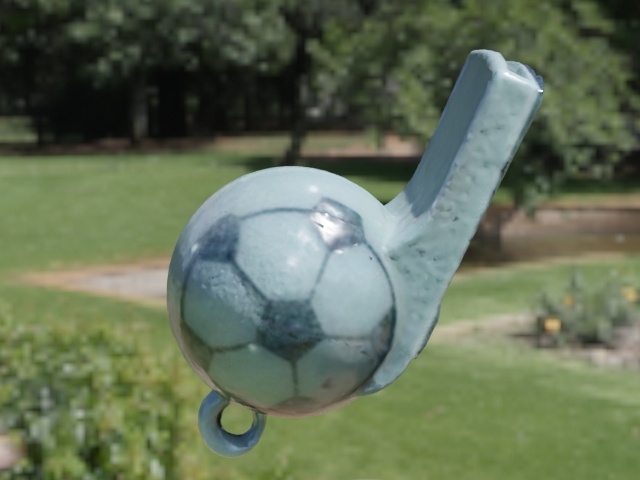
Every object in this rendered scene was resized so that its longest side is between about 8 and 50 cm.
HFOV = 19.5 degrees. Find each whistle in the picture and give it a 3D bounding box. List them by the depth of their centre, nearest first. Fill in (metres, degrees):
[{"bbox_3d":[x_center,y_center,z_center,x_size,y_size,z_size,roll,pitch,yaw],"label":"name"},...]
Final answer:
[{"bbox_3d":[0.000,0.000,1.103,0.163,0.289,0.163,25,9,-4],"label":"whistle"}]
